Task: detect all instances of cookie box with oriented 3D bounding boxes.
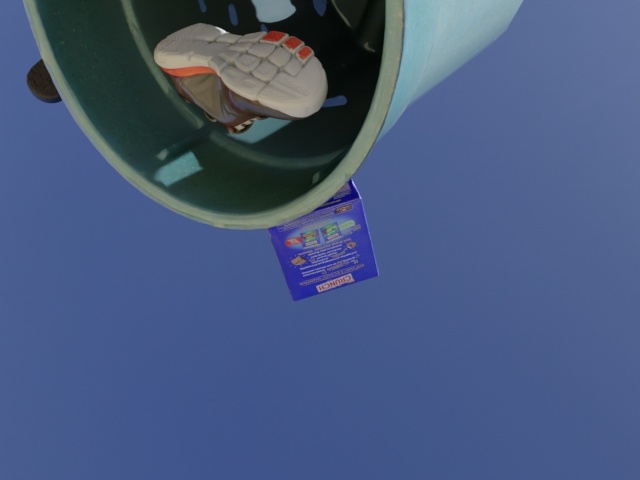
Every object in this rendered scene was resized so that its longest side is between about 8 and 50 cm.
[{"bbox_3d":[0.000,0.000,0.760,0.091,0.107,0.040,-17,-136,-1],"label":"cookie box"}]

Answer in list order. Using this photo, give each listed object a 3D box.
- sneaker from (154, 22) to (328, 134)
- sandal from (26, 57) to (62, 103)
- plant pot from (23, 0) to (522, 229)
[{"bbox_3d":[-0.049,-0.103,0.544,0.158,0.061,0.065,29,-32,41],"label":"sneaker"},{"bbox_3d":[-0.245,-0.213,0.880,0.067,0.040,0.179,42,-105,14],"label":"sandal"},{"bbox_3d":[-0.001,-0.226,0.644,0.341,0.334,0.341,17,-58,30],"label":"plant pot"}]
